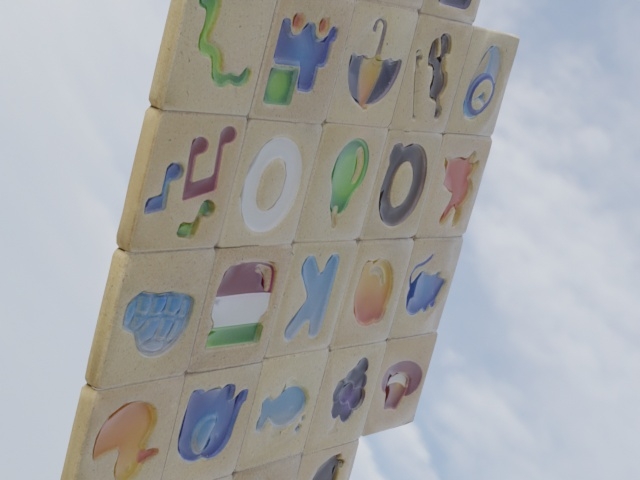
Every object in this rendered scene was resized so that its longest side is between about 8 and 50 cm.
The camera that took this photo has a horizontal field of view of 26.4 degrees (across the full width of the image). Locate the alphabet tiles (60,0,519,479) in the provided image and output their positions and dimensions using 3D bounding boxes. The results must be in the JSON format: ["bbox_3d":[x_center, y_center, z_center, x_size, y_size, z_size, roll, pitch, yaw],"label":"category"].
[{"bbox_3d":[0.000,0.000,0.645,0.011,0.285,0.343,21,-77,31],"label":"alphabet tiles"}]
